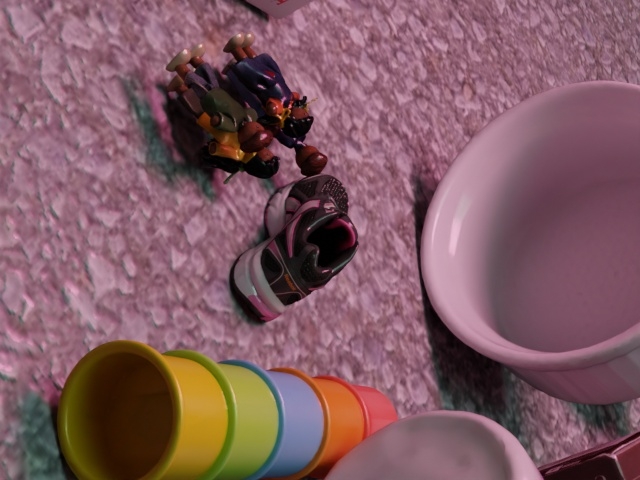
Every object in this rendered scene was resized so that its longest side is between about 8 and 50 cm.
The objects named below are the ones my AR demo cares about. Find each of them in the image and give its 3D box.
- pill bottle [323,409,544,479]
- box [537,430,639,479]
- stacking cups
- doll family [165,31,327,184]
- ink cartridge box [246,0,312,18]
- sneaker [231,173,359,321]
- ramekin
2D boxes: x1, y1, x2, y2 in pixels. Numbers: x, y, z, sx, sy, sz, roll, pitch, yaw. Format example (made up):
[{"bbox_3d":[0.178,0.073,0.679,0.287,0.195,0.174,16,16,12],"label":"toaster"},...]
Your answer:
[{"bbox_3d":[0.121,0.271,1.303,0.301,0.169,0.169,57,27,-38],"label":"pill bottle"},{"bbox_3d":[0.231,0.275,1.508,0.167,0.168,0.203,-9,76,-62],"label":"box"},{"bbox_3d":[-0.045,0.130,1.245,0.316,0.096,0.096,18,53,-59],"label":"stacking cups"},{"bbox_3d":[-0.049,-0.095,1.414,0.111,0.076,0.193,48,32,8],"label":"doll family"},{"bbox_3d":[-0.050,-0.318,1.486,0.232,0.171,0.168,25,48,-51],"label":"ink cartridge box"},{"bbox_3d":[0.000,0.000,1.425,0.072,0.077,0.178,56,29,-20],"label":"sneaker"},{"bbox_3d":[0.240,0.010,1.636,0.135,0.277,0.277,44,34,-50],"label":"ramekin"}]
